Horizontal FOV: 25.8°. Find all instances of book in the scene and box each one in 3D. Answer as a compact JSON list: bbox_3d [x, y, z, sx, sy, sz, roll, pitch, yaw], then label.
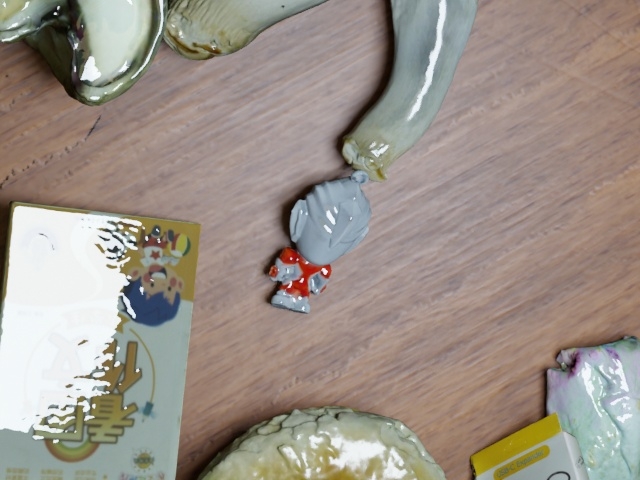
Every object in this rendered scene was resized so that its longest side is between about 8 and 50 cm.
[{"bbox_3d":[-0.236,0.116,1.450,0.208,0.020,0.295,6,87,-27],"label":"book"}]

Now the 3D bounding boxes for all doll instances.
[{"bbox_3d":[0.000,0.000,1.497,0.094,0.079,0.180,21,107,-26],"label":"doll"}]

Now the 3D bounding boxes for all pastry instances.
[{"bbox_3d":[0.005,0.322,1.501,0.330,0.136,0.329,-1,98,-6],"label":"pastry"}]

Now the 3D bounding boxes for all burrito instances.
[{"bbox_3d":[0.318,0.226,1.569,0.144,0.089,0.229,-4,100,-11],"label":"burrito"}]

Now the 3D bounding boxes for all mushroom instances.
[{"bbox_3d":[0.100,-0.194,1.477,0.096,0.099,0.278,17,98,-5],"label":"mushroom"},{"bbox_3d":[-0.265,-0.272,1.367,0.267,0.164,0.189,37,91,-16],"label":"mushroom"},{"bbox_3d":[0.011,-0.310,1.402,0.397,0.177,0.126,-31,101,-4],"label":"mushroom"}]

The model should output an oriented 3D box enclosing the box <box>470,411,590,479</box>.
[{"bbox_3d":[0.243,0.318,1.497,0.129,0.247,0.033,-33,138,28],"label":"box"}]
